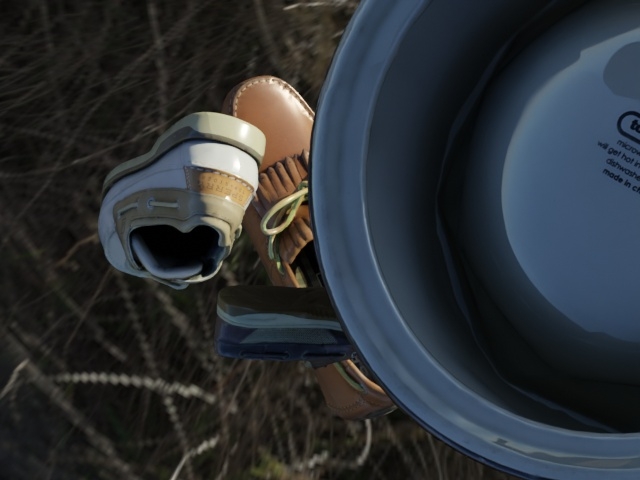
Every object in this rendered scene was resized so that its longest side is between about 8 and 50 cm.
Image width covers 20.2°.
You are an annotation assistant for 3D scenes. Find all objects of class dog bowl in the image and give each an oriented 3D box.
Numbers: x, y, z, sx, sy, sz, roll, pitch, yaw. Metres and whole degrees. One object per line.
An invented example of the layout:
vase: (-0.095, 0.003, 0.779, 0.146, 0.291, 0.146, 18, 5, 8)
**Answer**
dog bowl: (0.205, -0.041, 1.121, 0.408, 0.150, 0.408, -6, 75, 25)

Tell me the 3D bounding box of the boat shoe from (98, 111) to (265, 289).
boat shoe: (-0.140, -0.014, 1.624, 0.113, 0.302, 0.103, 16, 66, -14)

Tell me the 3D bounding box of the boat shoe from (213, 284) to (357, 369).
boat shoe: (-0.005, 0.062, 1.232, 0.152, 0.056, 0.049, 8, 114, -24)

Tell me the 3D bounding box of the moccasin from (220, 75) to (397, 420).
moccasin: (-0.003, 0.001, 1.866, 0.139, 0.147, 0.380, -13, 76, -17)
